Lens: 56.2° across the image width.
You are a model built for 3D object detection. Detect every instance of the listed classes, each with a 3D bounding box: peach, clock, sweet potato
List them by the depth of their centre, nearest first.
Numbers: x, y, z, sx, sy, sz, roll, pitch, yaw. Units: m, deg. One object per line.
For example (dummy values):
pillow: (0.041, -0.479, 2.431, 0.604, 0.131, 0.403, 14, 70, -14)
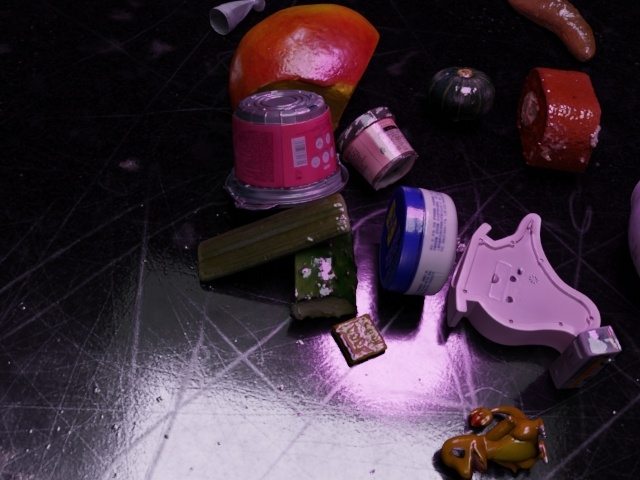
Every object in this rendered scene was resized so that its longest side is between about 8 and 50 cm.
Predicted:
clock: (0.412, 0.079, 1.203, 0.276, 0.080, 0.290, 19, 56, 6)
peach: (-0.046, -0.411, 1.394, 0.307, 0.242, 0.380, 25, 56, 5)
sweet potato: (0.686, -0.643, 1.733, 0.114, 0.092, 0.341, -32, 63, -7)

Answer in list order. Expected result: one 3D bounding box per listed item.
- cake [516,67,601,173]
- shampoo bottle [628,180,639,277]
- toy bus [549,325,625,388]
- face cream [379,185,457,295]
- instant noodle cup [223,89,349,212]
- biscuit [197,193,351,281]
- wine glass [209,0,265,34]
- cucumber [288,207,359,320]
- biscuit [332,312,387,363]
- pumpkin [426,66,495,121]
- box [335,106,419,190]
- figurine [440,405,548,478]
cake: (0.566, -0.295, 1.424, 0.151, 0.176, 0.282, 10, 53, 0)
shampoo bottle: (0.764, -0.014, 1.194, 0.273, 0.272, 0.266, 12, 46, 1)
toy bus: (0.467, 0.211, 1.061, 0.072, 0.172, 0.057, -7, 57, -5)
face cream: (0.187, 0.003, 1.151, 0.111, 0.205, 0.205, 8, 55, -7)
instant noodle cup: (-0.074, -0.199, 1.218, 0.259, 0.181, 0.302, 5, 30, 14)
biscuit: (-0.099, -0.006, 1.141, 0.323, 0.038, 0.099, -18, 55, 14)
wine glass: (-0.221, -0.620, 1.620, 0.073, 0.073, 0.155, 37, 56, 18)
cucumber: (0.003, -0.001, 1.198, 0.145, 0.105, 0.325, -1, 53, -6)
biscuit: (0.074, 0.183, 1.125, 0.082, 0.018, 0.083, -20, 61, -20)
pumpkin: (0.345, -0.360, 1.472, 0.167, 0.125, 0.167, -3, 50, 3)
box: (0.131, -0.197, 1.324, 0.151, 0.151, 0.135, -30, 72, -25)
figurine: (0.284, 0.333, 1.014, 0.176, 0.121, 0.122, -15, 30, -6)
